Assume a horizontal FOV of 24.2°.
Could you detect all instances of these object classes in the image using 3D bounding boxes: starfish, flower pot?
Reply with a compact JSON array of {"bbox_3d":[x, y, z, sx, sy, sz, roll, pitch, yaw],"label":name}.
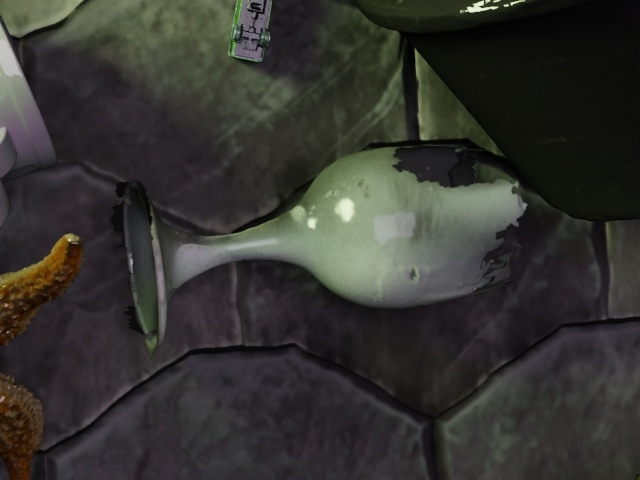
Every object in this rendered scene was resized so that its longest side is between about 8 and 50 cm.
[{"bbox_3d":[-0.332,0.076,1.057,0.293,0.301,0.084,12,52,-10],"label":"starfish"},{"bbox_3d":[0.230,-0.174,1.191,0.379,0.379,0.251,-33,118,-13],"label":"flower pot"}]

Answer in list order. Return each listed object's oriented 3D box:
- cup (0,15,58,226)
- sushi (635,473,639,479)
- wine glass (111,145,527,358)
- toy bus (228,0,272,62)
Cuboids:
[{"bbox_3d":[-0.309,-0.088,1.081,0.202,0.221,0.167,-25,111,-10],"label":"cup"},{"bbox_3d":[0.281,0.296,1.185,0.219,0.238,0.225,12,56,-54],"label":"sushi"},{"bbox_3d":[0.000,0.000,1.196,0.321,0.143,0.143,-10,90,-16],"label":"wine glass"},{"bbox_3d":[-0.057,-0.188,1.237,0.031,0.037,0.083,10,86,-15],"label":"toy bus"}]
